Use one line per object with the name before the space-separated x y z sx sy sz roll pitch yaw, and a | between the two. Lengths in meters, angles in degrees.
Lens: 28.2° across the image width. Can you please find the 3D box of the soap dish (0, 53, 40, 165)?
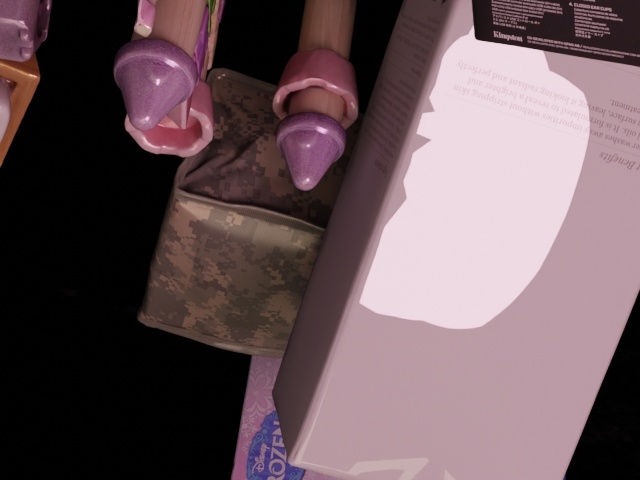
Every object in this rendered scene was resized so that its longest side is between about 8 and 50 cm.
soap dish | -0.400 -0.145 1.081 0.291 0.118 0.229 21 144 -17

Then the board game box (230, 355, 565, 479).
board game box | 0.082 0.169 1.264 0.318 0.318 0.066 7 145 0

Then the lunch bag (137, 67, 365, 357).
lunch bag | 0.000 0.000 1.168 0.287 0.169 0.235 17 144 -5

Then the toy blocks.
toy blocks | -0.114 -0.164 0.869 0.309 0.260 0.288 8 146 -1

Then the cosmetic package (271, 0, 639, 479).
cosmetic package | 0.122 0.001 0.970 0.217 0.156 0.385 18 104 -13

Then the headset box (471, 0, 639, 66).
headset box | 0.188 -0.242 0.670 0.218 0.110 0.293 15 132 32
